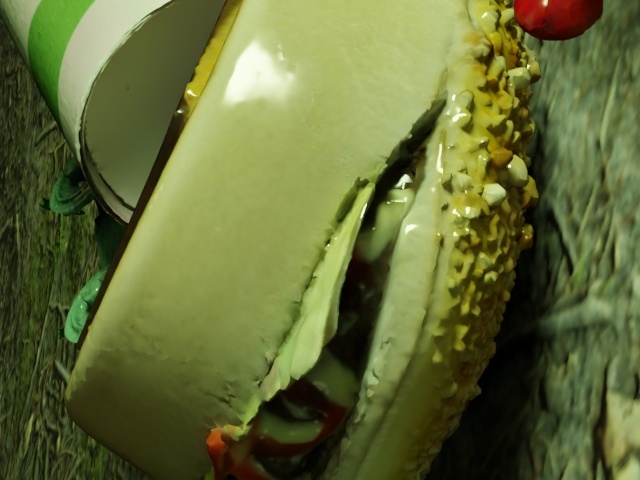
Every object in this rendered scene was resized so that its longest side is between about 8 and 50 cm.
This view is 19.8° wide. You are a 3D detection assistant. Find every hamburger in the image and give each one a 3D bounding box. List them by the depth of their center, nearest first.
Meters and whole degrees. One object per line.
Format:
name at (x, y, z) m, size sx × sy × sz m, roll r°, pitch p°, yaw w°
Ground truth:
hamburger at (0.000, 0.000, 0.853) m, size 0.302 × 0.170 × 0.302 m, roll -157°, pitch 90°, yaw -85°

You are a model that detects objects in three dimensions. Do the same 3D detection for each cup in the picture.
cup at (-0.081, -0.144, 1.112) m, size 0.274 × 0.253 × 0.253 m, roll -113°, pitch 36°, yaw -47°

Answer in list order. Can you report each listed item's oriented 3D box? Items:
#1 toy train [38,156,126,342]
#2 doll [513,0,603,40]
toy train at (-0.080, -0.005, 1.240) m, size 0.189 × 0.126 × 0.307 m, roll -35°, pitch 32°, yaw 9°
doll at (0.166, -0.215, 0.464) m, size 0.099 × 0.188 × 0.384 m, roll -54°, pitch -23°, yaw -65°
